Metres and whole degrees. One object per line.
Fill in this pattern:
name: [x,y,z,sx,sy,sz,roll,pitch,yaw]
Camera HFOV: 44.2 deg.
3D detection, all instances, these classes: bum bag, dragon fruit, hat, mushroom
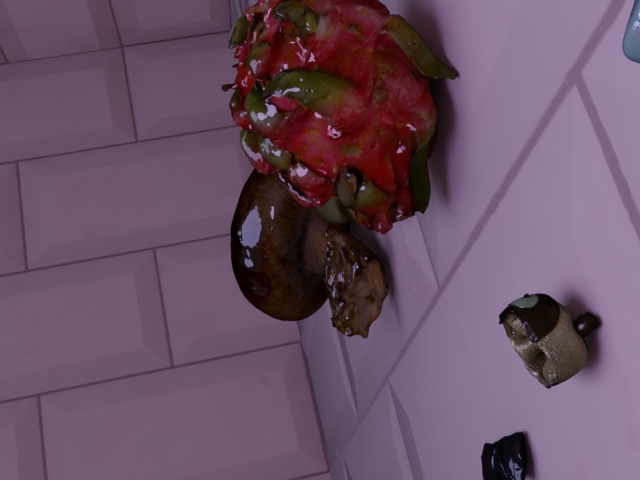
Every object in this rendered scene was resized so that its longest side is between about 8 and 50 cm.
bum bag: [0.201,0.245,0.868,0.124,0.034,0.058,100,172,-67]
dragon fruit: [0.020,-0.152,0.914,0.303,0.237,0.231,60,177,-21]
hat: [0.191,0.077,0.651,0.076,0.059,0.077,61,173,13]
mushroom: [-0.010,-0.019,1.454,0.334,0.356,0.331,-33,-70,-54]

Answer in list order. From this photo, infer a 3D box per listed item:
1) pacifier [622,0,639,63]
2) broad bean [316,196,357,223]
pacifier: [0.196,-0.100,0.327,0.116,0.126,0.150,23,99,36]
broad bean: [0.041,-0.144,1.121,0.189,0.121,0.263,-39,-54,-67]
